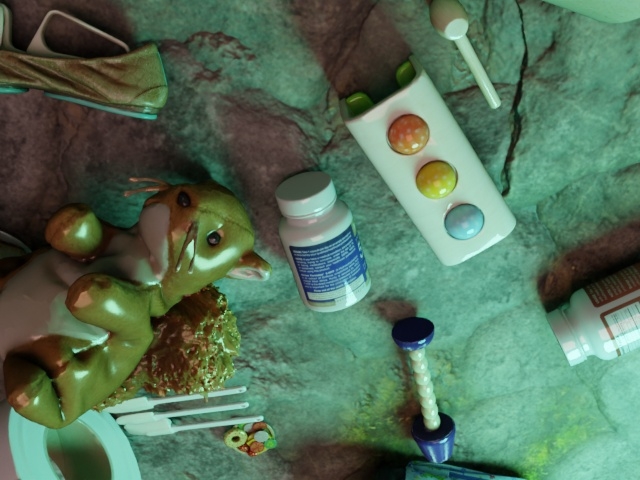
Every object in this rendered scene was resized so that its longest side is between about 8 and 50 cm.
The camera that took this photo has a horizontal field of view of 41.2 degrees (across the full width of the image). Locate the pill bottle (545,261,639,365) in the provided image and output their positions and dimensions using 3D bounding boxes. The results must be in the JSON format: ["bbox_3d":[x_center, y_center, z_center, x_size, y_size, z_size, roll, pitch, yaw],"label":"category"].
[{"bbox_3d":[0.473,0.113,1.338,0.216,0.121,0.121,-26,118,11],"label":"pill bottle"}]

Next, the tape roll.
[{"bbox_3d":[-0.406,0.358,1.313,0.100,0.286,0.286,-33,117,14],"label":"tape roll"}]

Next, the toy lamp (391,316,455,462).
[{"bbox_3d":[0.177,0.257,1.423,0.080,0.080,0.275,-12,118,2],"label":"toy lamp"}]

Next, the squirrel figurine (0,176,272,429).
[{"bbox_3d":[-0.253,0.075,1.206,0.370,0.281,0.397,-35,149,-7],"label":"squirrel figurine"}]

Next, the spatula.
[{"bbox_3d":[-0.222,0.278,1.387,0.242,0.019,0.168,-9,144,7],"label":"spatula"}]

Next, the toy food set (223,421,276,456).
[{"bbox_3d":[-0.120,0.343,1.478,0.082,0.020,0.083,-35,116,14],"label":"toy food set"}]

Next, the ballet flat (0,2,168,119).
[{"bbox_3d":[-0.366,-0.235,1.090,0.342,0.116,0.124,6,99,-8],"label":"ballet flat"}]

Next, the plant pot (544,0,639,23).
[{"bbox_3d":[0.265,-0.402,0.944,0.305,0.334,0.334,17,117,-27],"label":"plant pot"}]

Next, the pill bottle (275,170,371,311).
[{"bbox_3d":[0.000,0.000,1.241,0.112,0.112,0.187,-15,120,4],"label":"pill bottle"}]

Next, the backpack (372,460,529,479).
[{"bbox_3d":[0.256,0.536,1.507,0.355,0.273,0.290,14,117,13],"label":"backpack"}]

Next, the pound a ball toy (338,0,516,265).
[{"bbox_3d":[0.173,-0.139,1.162,0.208,0.136,0.319,-30,118,12],"label":"pound a ball toy"}]

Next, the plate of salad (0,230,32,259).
[{"bbox_3d":[-0.512,0.069,1.276,0.199,0.048,0.200,-2,120,-4],"label":"plate of salad"}]
